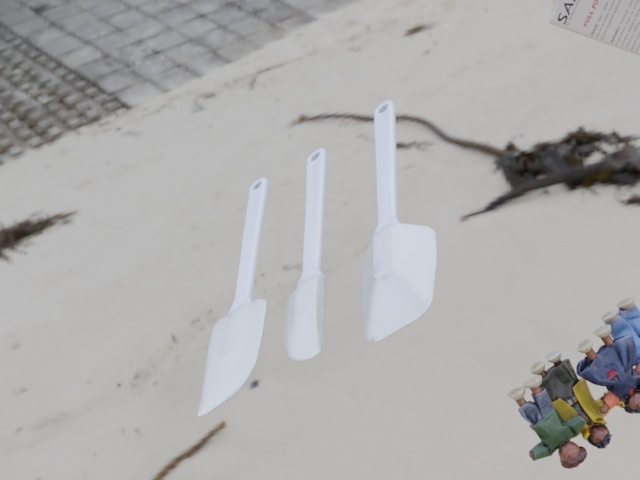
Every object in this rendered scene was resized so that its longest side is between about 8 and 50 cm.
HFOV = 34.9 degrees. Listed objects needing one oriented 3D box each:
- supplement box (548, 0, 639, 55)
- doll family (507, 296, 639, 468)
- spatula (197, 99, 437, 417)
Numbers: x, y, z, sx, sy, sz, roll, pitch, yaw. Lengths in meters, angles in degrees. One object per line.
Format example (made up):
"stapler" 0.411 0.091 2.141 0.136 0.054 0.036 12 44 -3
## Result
"supplement box" 0.156 -0.107 0.454 0.098 0.036 0.062 20 38 2
"doll family" 0.276 0.144 0.987 0.193 0.111 0.076 -36 2 6
"spatula" 0.000 0.000 0.679 0.168 0.019 0.242 -31 29 24
